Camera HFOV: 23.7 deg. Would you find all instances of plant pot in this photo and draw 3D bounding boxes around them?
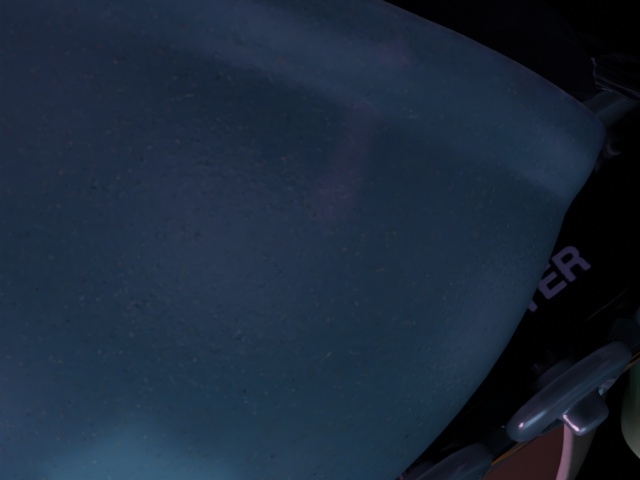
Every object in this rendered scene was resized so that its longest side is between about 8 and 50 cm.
[{"bbox_3d":[-0.069,0.013,0.538,0.293,0.196,0.293,17,179,0],"label":"plant pot"}]

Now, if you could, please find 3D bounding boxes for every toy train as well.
[{"bbox_3d":[0.112,0.048,0.839,0.334,0.142,0.190,-39,163,5],"label":"toy train"}]

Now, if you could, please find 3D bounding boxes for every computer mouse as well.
[{"bbox_3d":[0.095,-0.081,0.621,0.071,0.041,0.242,14,-171,25],"label":"computer mouse"}]

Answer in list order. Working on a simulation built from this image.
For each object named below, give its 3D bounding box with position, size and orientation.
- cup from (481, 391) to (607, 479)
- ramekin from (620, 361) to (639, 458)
[{"bbox_3d":[0.095,0.055,1.178,0.331,0.331,0.237,4,-157,35],"label":"cup"},{"bbox_3d":[0.358,0.057,1.058,0.303,0.148,0.303,-7,-166,2],"label":"ramekin"}]
